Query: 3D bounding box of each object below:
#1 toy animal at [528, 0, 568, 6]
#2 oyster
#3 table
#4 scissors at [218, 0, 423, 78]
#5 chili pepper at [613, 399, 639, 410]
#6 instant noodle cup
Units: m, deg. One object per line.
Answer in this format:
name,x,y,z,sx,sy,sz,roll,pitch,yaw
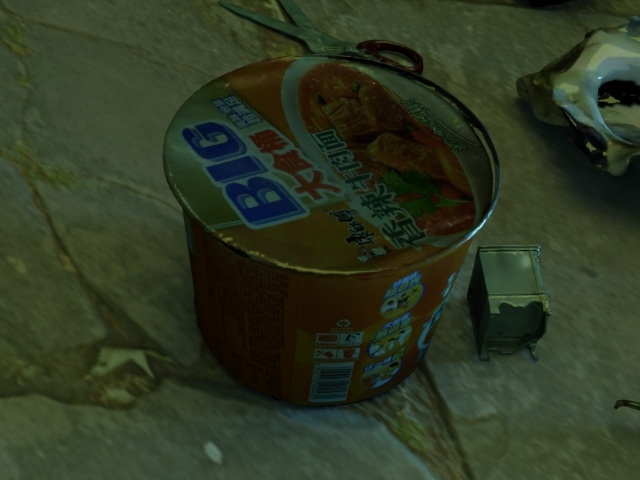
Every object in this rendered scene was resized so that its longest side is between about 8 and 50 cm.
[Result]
toy animal,0.305,-0.387,1.738,0.138,0.179,0.166,19,52,-9
oyster,0.367,-0.119,1.525,0.351,0.115,0.238,27,57,24
table,0.179,0.060,1.341,0.062,0.079,0.083,0,47,-5
scissors,-0.008,-0.237,1.652,0.144,0.017,0.248,-31,56,-32
chili pepper,0.359,0.173,1.272,0.191,0.050,0.059,17,29,-1
instant noodle cup,0.000,0.000,1.281,0.296,0.214,0.296,4,45,-4
